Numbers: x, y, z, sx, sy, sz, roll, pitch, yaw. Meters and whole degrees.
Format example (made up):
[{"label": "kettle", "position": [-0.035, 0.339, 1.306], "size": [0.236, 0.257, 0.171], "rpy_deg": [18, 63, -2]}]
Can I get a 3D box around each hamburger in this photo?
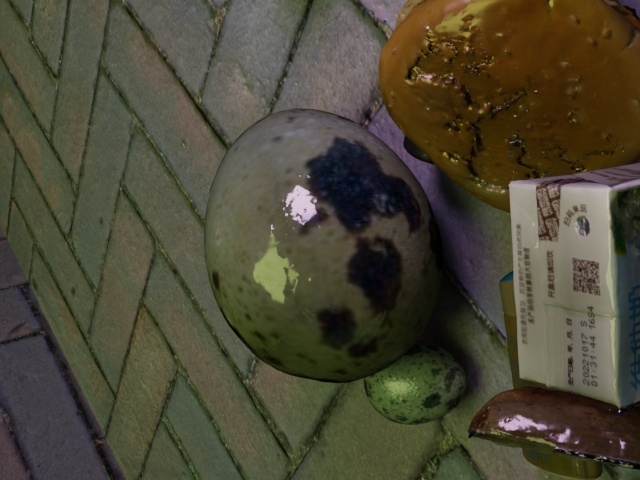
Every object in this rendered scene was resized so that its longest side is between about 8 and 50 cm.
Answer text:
[{"label": "hamburger", "position": [0.227, -0.183, 0.961], "size": [0.304, 0.174, 0.284], "rpy_deg": [39, 138, -14]}]

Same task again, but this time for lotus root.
[{"label": "lotus root", "position": [0.343, 0.226, 0.987], "size": [0.329, 0.167, 0.078], "rpy_deg": [6, 79, 20]}]

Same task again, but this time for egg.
[{"label": "egg", "position": [0.146, 0.217, 1.301], "size": [0.172, 0.132, 0.132], "rpy_deg": [-8, 94, 42]}, {"label": "egg", "position": [0.000, 0.000, 1.252], "size": [0.345, 0.345, 0.428], "rpy_deg": [-53, 44, 47]}]

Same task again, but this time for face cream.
[{"label": "face cream", "position": [0.303, 0.165, 1.123], "size": [0.139, 0.067, 0.285], "rpy_deg": [4, 105, 63]}]

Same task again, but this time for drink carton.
[{"label": "drink carton", "position": [0.340, 0.021, 0.816], "size": [0.132, 0.325, 0.194], "rpy_deg": [7, 105, 57]}]

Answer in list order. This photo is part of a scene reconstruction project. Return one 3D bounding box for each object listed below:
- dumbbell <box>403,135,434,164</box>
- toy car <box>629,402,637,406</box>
[{"label": "dumbbell", "position": [0.179, -0.204, 1.146], "size": [0.100, 0.100, 0.191], "rpy_deg": [38, 128, 41]}, {"label": "toy car", "position": [0.358, 0.127, 1.011], "size": [0.070, 0.080, 0.170], "rpy_deg": [12, 117, 10]}]
